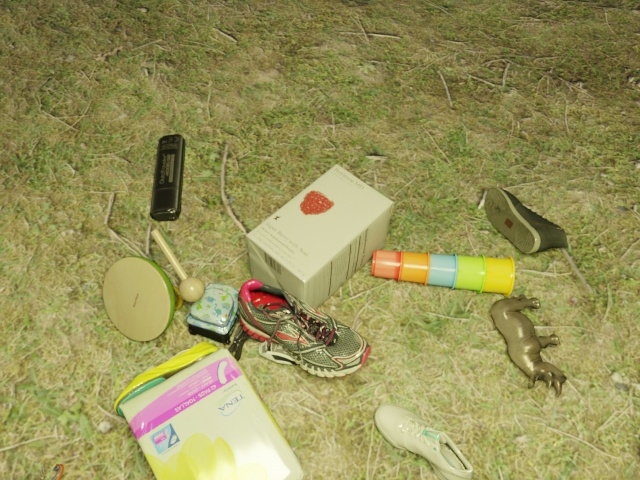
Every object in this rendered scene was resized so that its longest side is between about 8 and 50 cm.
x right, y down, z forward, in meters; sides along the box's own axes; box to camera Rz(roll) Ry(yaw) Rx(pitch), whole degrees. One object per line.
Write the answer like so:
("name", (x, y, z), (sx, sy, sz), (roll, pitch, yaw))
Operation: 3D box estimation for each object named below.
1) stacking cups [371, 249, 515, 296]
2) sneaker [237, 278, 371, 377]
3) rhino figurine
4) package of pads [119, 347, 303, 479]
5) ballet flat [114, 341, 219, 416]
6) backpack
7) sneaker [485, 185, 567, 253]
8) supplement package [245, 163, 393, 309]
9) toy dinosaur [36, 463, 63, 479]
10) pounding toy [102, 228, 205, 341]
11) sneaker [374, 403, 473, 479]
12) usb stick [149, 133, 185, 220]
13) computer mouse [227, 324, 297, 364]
("stacking cups", (0.276, 0.067, 1.289), (0.316, 0.096, 0.096), (6, 55, 1))
("sneaker", (-0.043, 0.177, 1.133), (0.299, 0.112, 0.121), (20, 51, 17))
("rhino figurine", (0.447, 0.222, 1.202), (0.106, 0.073, 0.243), (-9, 57, -14))
("package of pads", (-0.193, 0.372, 1.032), (0.229, 0.101, 0.296), (-28, 69, -20))
("ballet flat", (-0.309, 0.273, 1.138), (0.231, 0.077, 0.077), (-25, 38, -22))
("backpack", (-0.224, 0.149, 1.215), (0.105, 0.084, 0.114), (17, 52, 5))
("sneaker", (0.508, -0.050, 1.409), (0.118, 0.083, 0.222), (-1, 45, -26))
("supplement package", (0.000, 0.000, 1.275), (0.177, 0.175, 0.293), (37, 60, 22))
("toy dinosaur", (-0.493, 0.454, 1.025), (0.090, 0.047, 0.082), (52, 52, -8))
("pounding toy", (-0.346, 0.100, 1.210), (0.183, 0.237, 0.110), (55, 25, 7))
("sneaker", (0.200, 0.375, 1.068), (0.212, 0.094, 0.080), (33, 61, 19))
("usb stick", (-0.393, -0.166, 1.455), (0.077, 0.045, 0.278), (-7, 55, 1))
("computer mouse", (-0.094, 0.228, 1.192), (0.193, 0.042, 0.106), (11, 48, 11))
